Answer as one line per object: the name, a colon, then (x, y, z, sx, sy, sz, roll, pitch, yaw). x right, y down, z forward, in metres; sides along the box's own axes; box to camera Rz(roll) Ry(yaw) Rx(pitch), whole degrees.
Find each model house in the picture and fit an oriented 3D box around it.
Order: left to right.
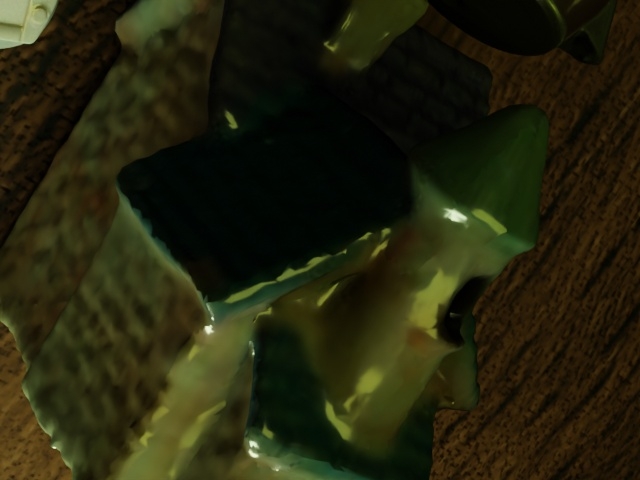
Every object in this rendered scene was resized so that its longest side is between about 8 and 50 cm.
model house: (0.000, 0.000, 0.875, 0.245, 0.312, 0.280, 26, 102, -35)

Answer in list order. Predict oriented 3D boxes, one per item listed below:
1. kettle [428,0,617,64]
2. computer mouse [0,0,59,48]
kettle: (0.128, -0.228, 0.907, 0.202, 0.144, 0.232, 41, 74, -19)
computer mouse: (-0.221, -0.150, 0.827, 0.199, 0.045, 0.102, 4, 112, -32)
